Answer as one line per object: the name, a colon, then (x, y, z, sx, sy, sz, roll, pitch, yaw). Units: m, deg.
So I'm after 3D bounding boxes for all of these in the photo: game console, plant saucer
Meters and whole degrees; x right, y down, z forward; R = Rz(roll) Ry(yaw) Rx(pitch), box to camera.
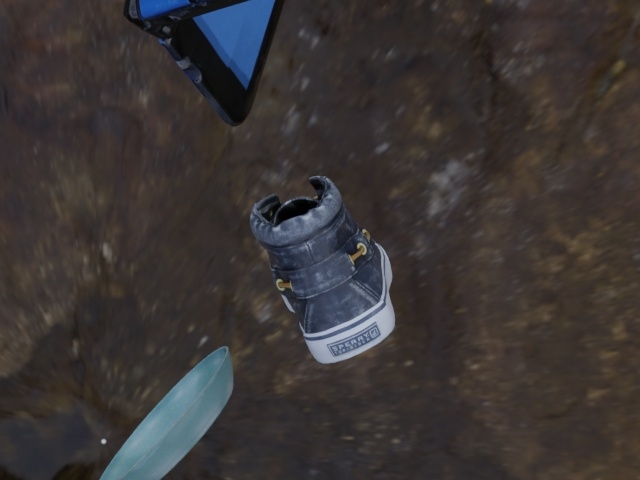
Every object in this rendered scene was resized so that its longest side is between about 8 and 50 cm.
game console: (-0.008, -0.252, 1.301, 0.173, 0.250, 0.293, 27, 69, -34)
plant saucer: (-0.090, 0.116, 1.152, 0.021, 0.119, 0.119, 43, 81, -7)

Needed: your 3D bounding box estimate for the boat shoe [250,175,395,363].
boat shoe: (0.000, 0.000, 1.033, 0.065, 0.183, 0.083, -24, 104, -1)
